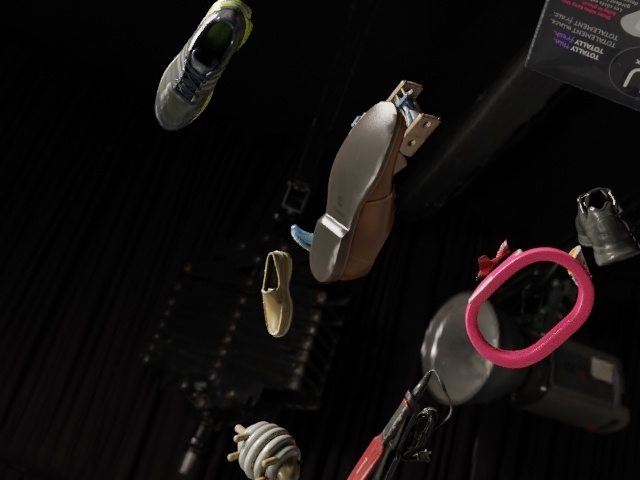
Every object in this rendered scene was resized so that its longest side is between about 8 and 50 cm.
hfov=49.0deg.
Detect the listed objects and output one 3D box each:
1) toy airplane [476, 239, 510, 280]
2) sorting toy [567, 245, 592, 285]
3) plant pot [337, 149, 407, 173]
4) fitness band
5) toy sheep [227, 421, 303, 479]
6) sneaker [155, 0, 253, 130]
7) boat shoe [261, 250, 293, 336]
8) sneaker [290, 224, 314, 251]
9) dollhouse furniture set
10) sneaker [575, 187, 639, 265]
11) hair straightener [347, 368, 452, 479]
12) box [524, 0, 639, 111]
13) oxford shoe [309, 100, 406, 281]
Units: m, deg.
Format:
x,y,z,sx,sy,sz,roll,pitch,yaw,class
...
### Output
x,y,z,sx,sy,sz,roll,pitch,yaw,class
0.508,0.063,2.062,0.028,0.151,0.151,40,-14,31,toy airplane
0.580,0.068,1.592,0.044,0.075,0.083,-17,-72,28,sorting toy
0.106,-0.177,1.429,0.109,0.109,0.096,53,-3,9,plant pot
0.446,0.144,1.517,0.209,0.054,0.291,43,-73,-1,fitness band
-0.079,0.301,0.999,0.132,0.091,0.091,35,-15,34,toy sheep
-0.244,-0.341,1.385,0.111,0.121,0.300,31,-67,-10,sneaker
-0.105,0.118,1.548,0.068,0.190,0.072,-4,-7,28,boat shoe
0.000,0.000,1.760,0.162,0.073,0.063,29,5,-4,sneaker
0.164,-0.302,1.676,0.183,0.129,0.129,6,-41,-35,dollhouse furniture set
0.554,-0.047,1.379,0.109,0.286,0.130,-23,-83,13,sneaker
0.127,0.293,1.042,0.089,0.230,0.047,22,13,-19,hair straightener
0.327,-0.277,0.672,0.165,0.143,0.270,27,-29,14,box
0.054,-0.051,0.773,0.076,0.076,0.212,3,-60,-31,oxford shoe
